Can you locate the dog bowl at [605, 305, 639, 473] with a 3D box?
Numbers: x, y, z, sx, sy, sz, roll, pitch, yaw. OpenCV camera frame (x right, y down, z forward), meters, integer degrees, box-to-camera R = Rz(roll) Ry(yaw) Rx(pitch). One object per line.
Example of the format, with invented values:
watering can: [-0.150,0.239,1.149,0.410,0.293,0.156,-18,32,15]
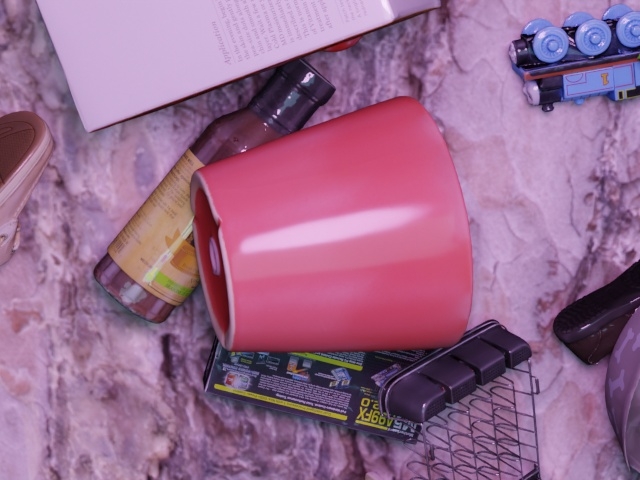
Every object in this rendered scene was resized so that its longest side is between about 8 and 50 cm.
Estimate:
dog bowl: [0.500,0.169,1.612,0.349,0.102,0.348,-7,118,-13]

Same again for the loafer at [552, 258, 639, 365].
loafer: [0.391,0.080,1.643,0.220,0.080,0.078,-27,115,4]

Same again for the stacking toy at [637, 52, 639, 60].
stacking toy: [0.472,-0.242,1.553,0.221,0.052,0.167,21,97,-30]

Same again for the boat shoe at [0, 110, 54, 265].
boat shoe: [-0.396,-0.016,1.538,0.302,0.109,0.098,-51,141,6]

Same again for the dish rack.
dish rack: [0.181,0.255,1.616,0.208,0.074,0.271,-25,117,-32]

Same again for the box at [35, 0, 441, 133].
box: [-0.081,-0.254,1.385,0.345,0.215,0.168,-17,98,22]

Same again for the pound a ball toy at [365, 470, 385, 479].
pound a ball toy: [0.015,0.385,1.569,0.208,0.319,0.135,-13,103,-18]

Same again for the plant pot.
plant pot: [0.000,0.000,1.425,0.243,0.275,0.274,-10,103,-13]

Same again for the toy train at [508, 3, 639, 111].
toy train: [0.311,-0.210,1.566,0.184,0.080,0.105,-11,109,-3]

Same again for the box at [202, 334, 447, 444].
box: [0.016,0.108,1.616,0.270,0.060,0.216,14,101,-8]

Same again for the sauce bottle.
sauce bottle: [-0.117,-0.063,1.539,0.111,0.111,0.344,37,98,-12]

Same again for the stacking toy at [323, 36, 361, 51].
stacking toy: [0.061,-0.362,1.485,0.141,0.141,0.330,22,103,-10]
